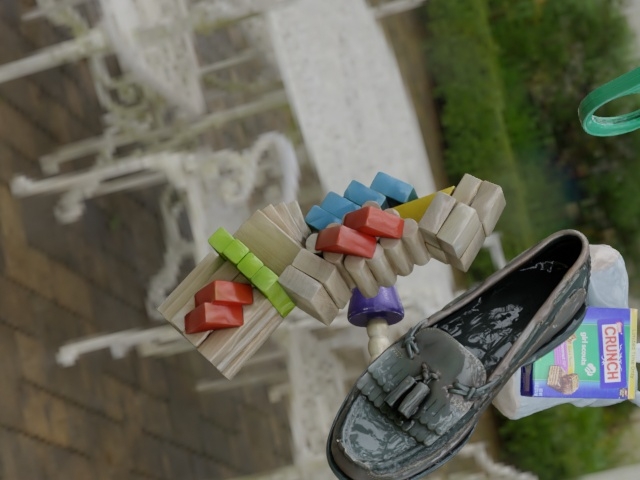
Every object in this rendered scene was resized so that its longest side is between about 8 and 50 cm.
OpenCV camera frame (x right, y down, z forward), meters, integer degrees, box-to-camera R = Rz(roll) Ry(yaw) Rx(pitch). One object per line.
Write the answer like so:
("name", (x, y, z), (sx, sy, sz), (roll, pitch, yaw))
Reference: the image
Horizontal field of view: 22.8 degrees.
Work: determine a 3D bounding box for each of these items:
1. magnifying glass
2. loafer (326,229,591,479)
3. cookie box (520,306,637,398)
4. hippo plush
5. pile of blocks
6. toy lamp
("magnifying glass", (0.340, -0.166, 1.584), (0.231, 0.092, 0.026), (-48, -132, 53))
("loafer", (0.105, 0.079, 1.182), (0.096, 0.267, 0.084), (39, -32, 22))
("cookie box", (0.254, 0.110, 1.557), (0.040, 0.107, 0.092), (171, -79, -78))
("hippo plush", (0.295, 0.116, 2.061), (0.236, 0.294, 0.234), (-174, -87, -68))
("pile of blocks", (0.000, 0.000, 1.544), (0.112, 0.362, 0.149), (59, 7, -66))
("toy lamp", (0.077, 0.170, 2.076), (0.080, 0.080, 0.275), (52, 33, -63))
